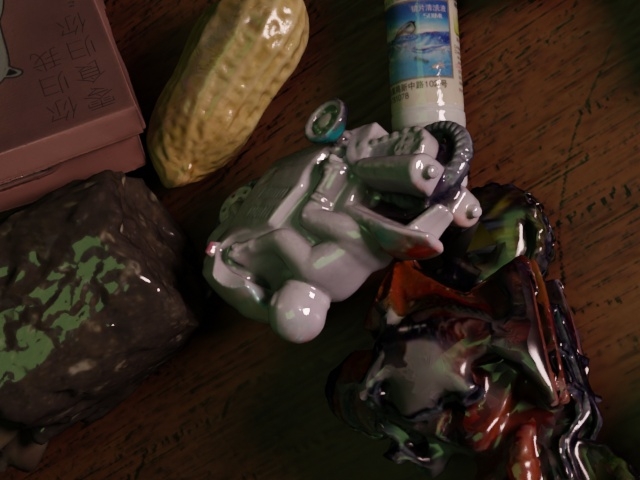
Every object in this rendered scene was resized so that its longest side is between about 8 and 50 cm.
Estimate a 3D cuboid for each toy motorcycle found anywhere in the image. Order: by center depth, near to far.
[{"bbox_3d":[0.111,0.161,0.751,0.207,0.134,0.400,-25,62,20],"label":"toy motorcycle"},{"bbox_3d":[0.000,0.000,0.814,0.260,0.110,0.170,-13,51,42],"label":"toy motorcycle"}]

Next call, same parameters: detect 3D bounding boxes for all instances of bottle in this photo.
[{"bbox_3d":[0.078,-0.188,0.849,0.060,0.060,0.217,-5,83,23],"label":"bottle"}]

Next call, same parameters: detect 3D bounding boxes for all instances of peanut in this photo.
[{"bbox_3d":[-0.083,-0.130,0.899,0.093,0.083,0.194,43,104,26],"label":"peanut"}]

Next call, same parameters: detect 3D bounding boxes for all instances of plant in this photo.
[{"bbox_3d":[-0.251,0.085,0.910,0.321,0.194,0.181,-31,71,12],"label":"plant"}]

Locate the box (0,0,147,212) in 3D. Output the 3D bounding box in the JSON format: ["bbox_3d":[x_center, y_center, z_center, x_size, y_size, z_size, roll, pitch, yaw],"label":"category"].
[{"bbox_3d":[-0.270,-0.129,0.912,0.215,0.086,0.215,-20,61,-8],"label":"box"}]
